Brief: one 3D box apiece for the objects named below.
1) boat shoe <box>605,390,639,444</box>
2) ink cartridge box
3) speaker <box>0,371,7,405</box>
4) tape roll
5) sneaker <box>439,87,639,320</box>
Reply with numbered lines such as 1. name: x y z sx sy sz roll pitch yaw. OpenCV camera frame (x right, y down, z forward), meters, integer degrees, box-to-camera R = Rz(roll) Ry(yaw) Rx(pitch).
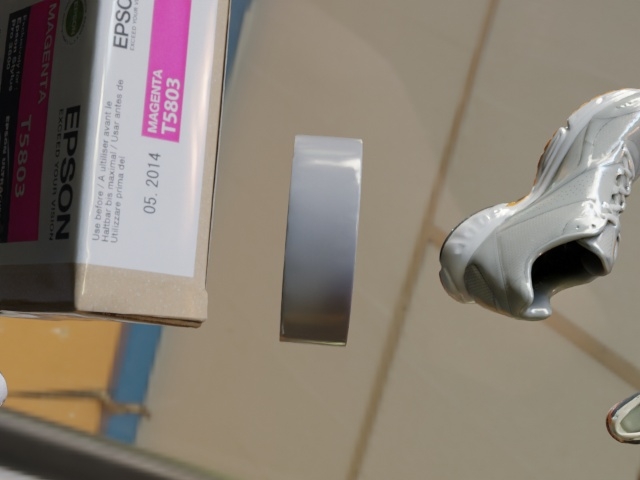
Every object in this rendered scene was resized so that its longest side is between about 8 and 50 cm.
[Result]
1. boat shoe: 0.296 0.127 1.097 0.043 0.137 0.049 48 17 -81
2. ink cartridge box: -0.144 -0.067 0.821 0.193 0.088 0.235 -5 -101 54
3. speaker: -0.290 0.140 0.992 0.055 0.055 0.136 -55 179 37
4. tape roll: 0.000 0.000 1.410 0.219 0.072 0.219 -175 -90 -90
5. sneaker: 0.232 -0.022 1.165 0.262 0.099 0.121 -45 -141 -12
